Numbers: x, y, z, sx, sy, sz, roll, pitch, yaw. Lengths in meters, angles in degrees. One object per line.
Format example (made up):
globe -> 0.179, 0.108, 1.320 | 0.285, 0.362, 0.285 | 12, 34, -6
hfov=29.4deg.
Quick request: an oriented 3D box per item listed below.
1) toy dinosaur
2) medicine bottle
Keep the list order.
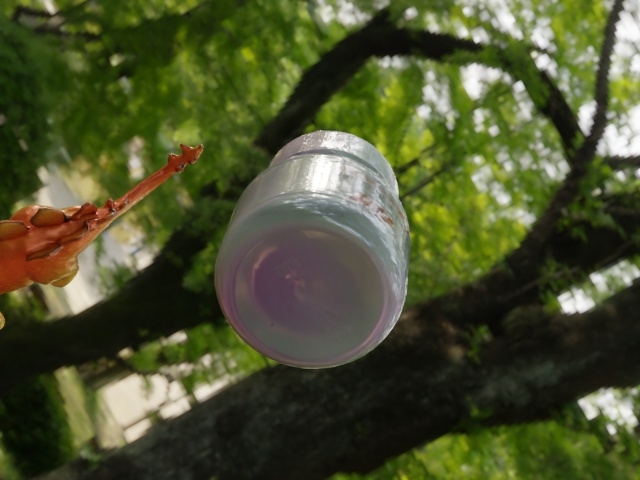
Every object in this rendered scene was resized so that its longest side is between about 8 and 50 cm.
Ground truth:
toy dinosaur -> -0.218, 0.005, 0.919 | 0.070, 0.288, 0.117 | 63, 11, 7
medicine bottle -> 0.000, 0.000, 1.707 | 0.256, 0.256, 0.325 | 61, 18, -19
